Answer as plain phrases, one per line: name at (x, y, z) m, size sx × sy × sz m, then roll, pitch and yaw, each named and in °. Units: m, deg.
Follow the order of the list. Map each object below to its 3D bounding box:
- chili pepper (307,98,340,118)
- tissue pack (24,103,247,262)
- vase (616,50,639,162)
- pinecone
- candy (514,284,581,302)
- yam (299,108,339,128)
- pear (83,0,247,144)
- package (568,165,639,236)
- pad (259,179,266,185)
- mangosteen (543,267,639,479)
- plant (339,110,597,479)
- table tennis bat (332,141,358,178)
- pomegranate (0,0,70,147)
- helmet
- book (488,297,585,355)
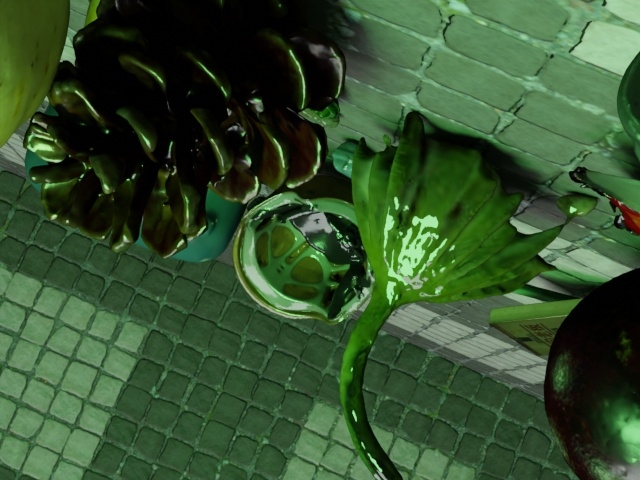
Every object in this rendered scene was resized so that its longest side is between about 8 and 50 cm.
chili pepper at (-0.002, -0.149, 1.069) m, size 0.055 × 0.035 × 0.118 m, roll 34°, pitch -178°, yaw 10°
tissue pack at (-0.227, -0.097, 1.371) m, size 0.287 × 0.198 × 0.206 m, roll 28°, pitch 170°, yaw -15°
vase at (0.314, -0.024, 0.694) m, size 0.251 × 0.156 × 0.301 m, roll -20°, pitch 137°, yaw 32°
pinecone at (-0.110, -0.109, 0.877) m, size 0.244 × 0.309 × 0.244 m, roll 17°, pitch 135°, yaw 18°
candy at (0.255, 0.062, 1.466) m, size 0.440 × 0.119 × 0.119 m, roll 16°, pitch 170°, yaw 4°
yam at (-0.030, -0.152, 1.137) m, size 0.116 × 0.021 × 0.021 m, roll 26°, pitch 170°, yaw -19°
pear at (-0.187, -0.131, 1.134) m, size 0.267 × 0.178 × 0.267 m, roll 34°, pitch 172°, yaw 5°
package at (0.339, -0.006, 0.928) m, size 0.194 × 0.071 × 0.269 m, roll 24°, pitch 177°, yaw 43°
pad at (-0.047, -0.085, 1.610) m, size 0.112 × 0.003 × 0.157 m, roll 23°, pitch 170°, yaw 2°
mangosteen at (0.384, 0.163, 1.082) m, size 0.297 × 0.297 × 0.293 m, roll 24°, pitch -178°, yaw -3°
plant at (0.090, 0.040, 1.057) m, size 0.251 × 0.333 × 0.180 m, roll 35°, pitch 156°, yaw 1°
table tennis bat at (0.097, -0.062, 1.305) m, size 0.149 × 0.038 × 0.237 m, roll 22°, pitch 176°, yaw 45°
pomegranate at (-0.330, -0.193, 0.659) m, size 0.410 × 0.410 × 0.410 m, roll 23°, pitch 171°, yaw 4°
helmet at (0.000, 0.000, 1.391) m, size 0.224 × 0.130 × 0.198 m, roll -30°, pitch 103°, yaw 42°
book at (0.367, 0.117, 1.433) m, size 0.231 × 0.026 × 0.161 m, roll -10°, pitch 151°, yaw 36°
